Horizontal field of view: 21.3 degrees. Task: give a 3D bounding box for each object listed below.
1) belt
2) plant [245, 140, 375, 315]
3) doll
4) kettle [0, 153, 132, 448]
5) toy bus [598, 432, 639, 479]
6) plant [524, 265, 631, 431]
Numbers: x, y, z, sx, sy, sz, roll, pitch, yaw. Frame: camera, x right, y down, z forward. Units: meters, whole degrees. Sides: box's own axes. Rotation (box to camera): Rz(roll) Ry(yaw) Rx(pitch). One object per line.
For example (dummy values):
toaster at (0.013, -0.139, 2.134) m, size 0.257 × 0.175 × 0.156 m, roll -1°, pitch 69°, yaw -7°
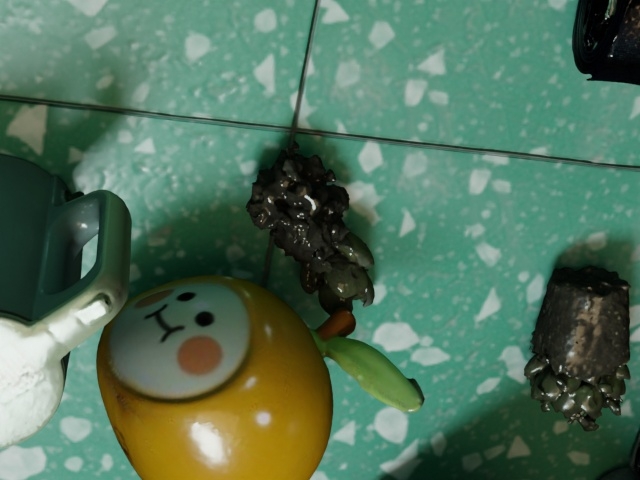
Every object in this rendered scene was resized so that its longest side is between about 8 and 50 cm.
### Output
belt at (0.245, -0.192, 1.366) m, size 0.058 × 0.105 × 0.140 m, roll 9°, pitch 104°, yaw -14°
plant at (0.000, 0.000, 1.434) m, size 0.085 × 0.087 × 0.174 m, roll -41°, pitch 124°, yaw -18°
doll at (-0.059, 0.119, 1.411) m, size 0.236 × 0.213 × 0.213 m, roll -24°, pitch 119°, yaw -13°
kettle at (-0.233, 0.039, 1.312) m, size 0.210 × 0.243 × 0.160 m, roll -30°, pitch 118°, yaw 3°
toy bus at (0.420, 0.196, 1.533) m, size 0.249 × 0.209 × 0.440 m, roll 6°, pitch 115°, yaw -15°
plant at (0.233, 0.097, 1.517) m, size 0.092 × 0.094 × 0.143 m, roll -4°, pitch 113°, yaw -21°
